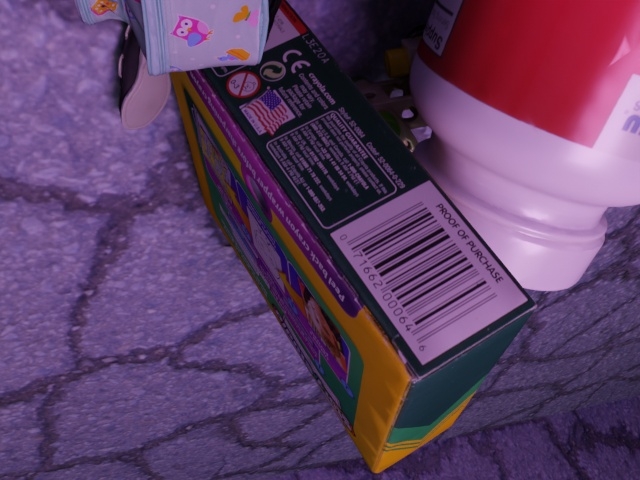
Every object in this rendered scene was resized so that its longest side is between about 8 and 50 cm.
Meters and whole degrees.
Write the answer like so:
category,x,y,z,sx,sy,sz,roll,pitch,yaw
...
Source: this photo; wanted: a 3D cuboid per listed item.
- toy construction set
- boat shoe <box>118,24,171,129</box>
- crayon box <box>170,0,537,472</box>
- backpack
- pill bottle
category,x,y,z,sx,sy,sz,roll,pitch,yaw
toy construction set,0.159,-0.128,0.740,0.328,0.151,0.215,-19,126,-17
boat shoe,-0.162,-0.154,0.619,0.046,0.038,0.125,-23,156,-35
crayon box,0.000,0.000,0.616,0.106,0.362,0.313,-28,156,-14
backpack,-0.093,-0.202,0.437,0.145,0.188,0.165,-11,149,-16
pill bottle,0.206,-0.175,0.507,0.229,0.229,0.407,0,123,-31
